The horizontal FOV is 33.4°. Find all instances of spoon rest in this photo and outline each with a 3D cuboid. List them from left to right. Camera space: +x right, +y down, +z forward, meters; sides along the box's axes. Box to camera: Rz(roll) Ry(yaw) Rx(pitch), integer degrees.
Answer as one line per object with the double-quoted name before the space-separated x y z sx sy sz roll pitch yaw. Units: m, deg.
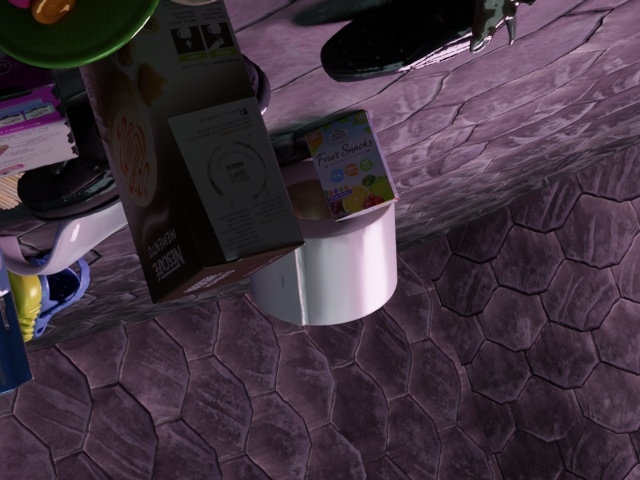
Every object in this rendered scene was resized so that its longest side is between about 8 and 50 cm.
"spoon rest" -0.358 -0.012 1.542 0.276 0.084 0.137 -22 172 29

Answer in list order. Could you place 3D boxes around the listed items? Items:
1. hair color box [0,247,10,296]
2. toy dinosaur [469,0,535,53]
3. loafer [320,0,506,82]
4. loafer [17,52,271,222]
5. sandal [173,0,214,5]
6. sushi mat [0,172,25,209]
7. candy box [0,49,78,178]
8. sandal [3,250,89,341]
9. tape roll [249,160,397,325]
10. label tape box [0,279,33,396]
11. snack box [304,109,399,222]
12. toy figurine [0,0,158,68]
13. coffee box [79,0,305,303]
"hair color box" -0.496 0.039 1.009 0.347 0.105 0.174 -5 -164 17
"toy dinosaur" 0.235 -0.288 0.965 0.314 0.121 0.160 -28 -179 30
"loafer" 0.106 -0.220 1.169 0.223 0.076 0.078 -21 165 -8
"loafer" -0.203 -0.121 1.129 0.303 0.109 0.095 -26 153 10
"sandal" -0.027 -0.231 0.710 0.120 0.086 0.303 -12 171 -39
"sushi mat" -0.358 -0.085 1.248 0.152 0.019 0.316 -20 173 0
"candy box" -0.310 -0.113 0.951 0.159 0.071 0.233 -17 172 -11
"sandal" -0.487 0.095 1.890 0.138 0.126 0.317 -20 175 -23
"tape roll" 0.000 0.000 1.724 0.246 0.169 0.246 -3 -146 2
"label tape box" -0.537 0.127 1.521 0.106 0.240 0.334 -11 169 -35
"snack box" 0.046 -0.109 1.587 0.100 0.141 0.037 -20 173 13
"toy figurine" -0.156 -0.202 0.604 0.173 0.130 0.159 -40 163 -1
"coffee box" -0.120 -0.084 0.944 0.098 0.246 0.141 -15 171 -30
